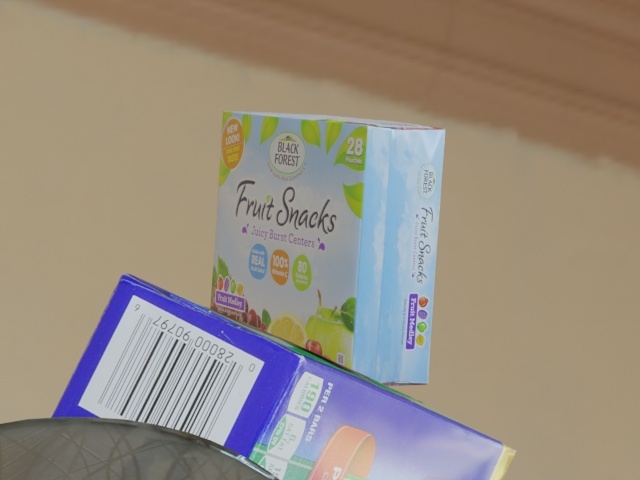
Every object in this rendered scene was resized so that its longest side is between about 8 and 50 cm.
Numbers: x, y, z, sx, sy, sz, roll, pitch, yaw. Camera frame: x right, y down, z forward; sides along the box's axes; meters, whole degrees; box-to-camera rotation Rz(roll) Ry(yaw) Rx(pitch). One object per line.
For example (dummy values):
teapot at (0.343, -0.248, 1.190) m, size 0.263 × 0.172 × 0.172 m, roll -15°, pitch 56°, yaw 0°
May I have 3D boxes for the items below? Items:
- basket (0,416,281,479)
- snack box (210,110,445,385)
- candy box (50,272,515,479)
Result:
basket at (-0.086, 0.153, 0.392) m, size 0.204 × 0.154 × 0.227 m, roll -28°, pitch 12°, yaw 8°
snack box at (0.000, 0.000, 1.340) m, size 0.070 × 0.174 × 0.207 m, roll 1°, pitch 6°, yaw -32°
candy box at (-0.047, 0.186, 1.032) m, size 0.122 × 0.268 × 0.317 m, roll 25°, pitch -2°, yaw 26°
